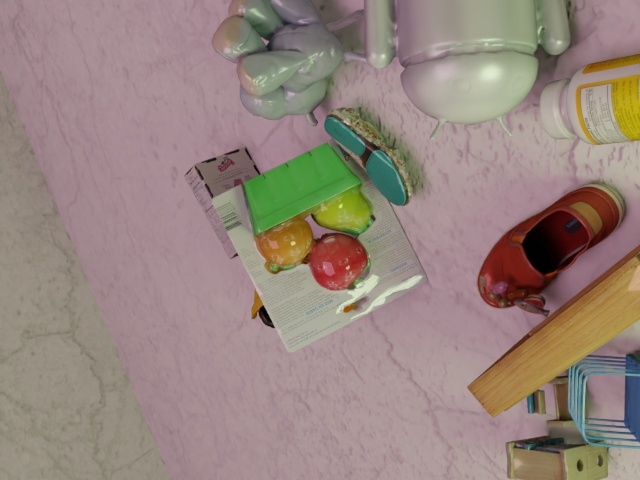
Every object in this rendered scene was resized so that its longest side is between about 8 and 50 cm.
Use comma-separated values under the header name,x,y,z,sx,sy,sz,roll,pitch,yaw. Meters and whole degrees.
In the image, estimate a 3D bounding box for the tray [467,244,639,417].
name,x,y,z,sx,sy,sz,roll,pitch,yaw
tray,0.412,0.122,1.124,0.076,0.203,0.411,51,140,14

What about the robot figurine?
name,x,y,z,sx,sy,sz,roll,pitch,yaw
robot figurine,0.212,-0.325,1.062,0.300,0.200,0.353,-3,92,6

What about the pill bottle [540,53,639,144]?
name,x,y,z,sx,sy,sz,roll,pitch,yaw
pill bottle,0.418,-0.194,1.004,0.208,0.117,0.118,-1,110,49

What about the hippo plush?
name,x,y,z,sx,sy,sz,roll,pitch,yaw
hippo plush,-0.062,-0.361,1.424,0.236,0.294,0.234,107,149,-73

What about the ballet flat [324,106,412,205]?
name,x,y,z,sx,sy,sz,roll,pitch,yaw
ballet flat,0.107,-0.173,1.406,0.241,0.077,0.091,49,142,8

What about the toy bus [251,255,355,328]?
name,x,y,z,sx,sy,sz,roll,pitch,yaw
toy bus,-0.047,0.088,1.680,0.149,0.220,0.211,132,140,-51

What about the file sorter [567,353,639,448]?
name,x,y,z,sx,sy,sz,roll,pitch,yaw
file sorter,0.452,0.248,1.134,0.104,0.170,0.118,1,90,11

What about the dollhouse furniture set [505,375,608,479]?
name,x,y,z,sx,sy,sz,roll,pitch,yaw
dollhouse furniture set,0.428,0.339,1.324,0.129,0.129,0.184,-11,78,52

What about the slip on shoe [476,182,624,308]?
name,x,y,z,sx,sy,sz,roll,pitch,yaw
slip on shoe,0.359,0.023,1.213,0.123,0.101,0.331,53,142,10

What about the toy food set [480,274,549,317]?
name,x,y,z,sx,sy,sz,roll,pitch,yaw
toy food set,0.329,0.098,1.237,0.122,0.019,0.078,17,150,24

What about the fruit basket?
name,x,y,z,sx,sy,sz,roll,pitch,yaw
fruit basket,0.000,0.000,1.482,0.353,0.327,0.165,63,175,-6

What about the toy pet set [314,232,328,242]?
name,x,y,z,sx,sy,sz,roll,pitch,yaw
toy pet set,0.034,0.046,1.590,0.122,0.114,0.065,56,136,9

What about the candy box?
name,x,y,z,sx,sy,sz,roll,pitch,yaw
candy box,-0.200,-0.092,1.743,0.071,0.159,0.233,-32,85,51
